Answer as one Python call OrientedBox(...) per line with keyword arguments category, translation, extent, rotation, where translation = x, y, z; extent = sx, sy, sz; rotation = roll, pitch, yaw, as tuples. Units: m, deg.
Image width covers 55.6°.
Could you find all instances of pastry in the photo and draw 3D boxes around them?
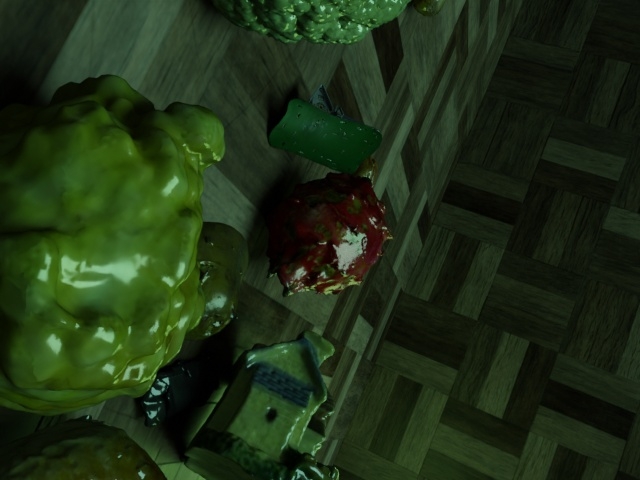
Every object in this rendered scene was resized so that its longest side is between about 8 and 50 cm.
OrientedBox(category="pastry", translation=(-0.284, 0.354, 0.635), extent=(0.329, 0.136, 0.330), rotation=(-22, 117, -54))

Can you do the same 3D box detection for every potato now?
OrientedBox(category="potato", translation=(0.253, -0.569, 1.351), extent=(0.171, 0.080, 0.107), rotation=(-57, 166, -25))
OrientedBox(category="potato", translation=(-0.158, 0.047, 0.776), extent=(0.176, 0.137, 0.137), rotation=(-81, -177, -66))

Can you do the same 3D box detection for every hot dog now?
OrientedBox(category="hot dog", translation=(0.072, -0.092, 1.374), extent=(0.236, 0.062, 0.092), rotation=(-68, 162, 5))

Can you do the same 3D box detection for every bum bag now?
OrientedBox(category="bum bag", translation=(-0.209, 0.229, 0.936), extent=(0.197, 0.049, 0.087), rotation=(-2, 106, -70))

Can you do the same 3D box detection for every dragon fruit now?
OrientedBox(category="dragon fruit", translation=(0.000, 0.000, 1.049), extent=(0.268, 0.210, 0.205), rotation=(-47, 128, -36))

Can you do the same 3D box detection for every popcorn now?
OrientedBox(category="popcorn", translation=(-0.186, 0.003, 0.478), extent=(0.235, 0.241, 0.250), rotation=(41, 54, -30))

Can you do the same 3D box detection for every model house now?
OrientedBox(category="model house", translation=(0.008, -0.192, 0.979), extent=(0.117, 0.166, 0.088), rotation=(130, -31, -48))
OrientedBox(category="model house", translation=(-0.061, 0.311, 1.034), extent=(0.266, 0.261, 0.321), rotation=(-62, -177, -31))

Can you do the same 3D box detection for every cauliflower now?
OrientedBox(category="cauliflower", translation=(-0.001, -0.353, 0.683), extent=(0.272, 0.275, 0.250), rotation=(-14, 91, -48))
